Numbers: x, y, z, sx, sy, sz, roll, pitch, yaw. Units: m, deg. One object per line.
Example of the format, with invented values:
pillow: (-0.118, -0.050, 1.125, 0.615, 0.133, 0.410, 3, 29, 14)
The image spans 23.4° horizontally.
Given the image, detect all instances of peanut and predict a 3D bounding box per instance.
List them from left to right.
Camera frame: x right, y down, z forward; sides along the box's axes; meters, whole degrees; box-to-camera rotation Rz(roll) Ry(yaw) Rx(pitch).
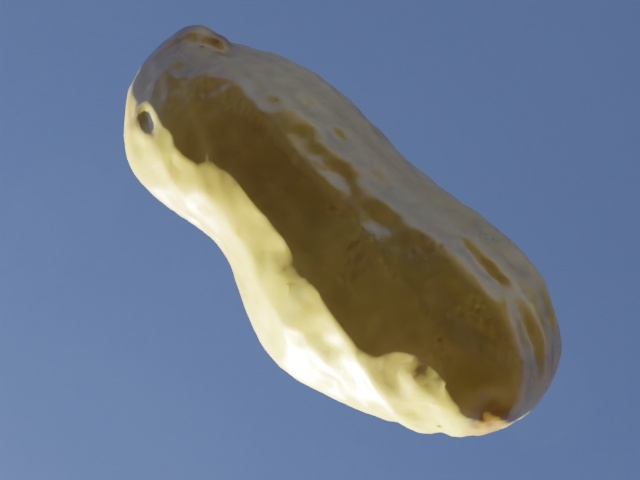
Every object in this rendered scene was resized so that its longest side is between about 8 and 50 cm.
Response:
peanut: (0.000, 0.000, 0.907, 0.319, 0.147, 0.147, 41, -71, 20)
